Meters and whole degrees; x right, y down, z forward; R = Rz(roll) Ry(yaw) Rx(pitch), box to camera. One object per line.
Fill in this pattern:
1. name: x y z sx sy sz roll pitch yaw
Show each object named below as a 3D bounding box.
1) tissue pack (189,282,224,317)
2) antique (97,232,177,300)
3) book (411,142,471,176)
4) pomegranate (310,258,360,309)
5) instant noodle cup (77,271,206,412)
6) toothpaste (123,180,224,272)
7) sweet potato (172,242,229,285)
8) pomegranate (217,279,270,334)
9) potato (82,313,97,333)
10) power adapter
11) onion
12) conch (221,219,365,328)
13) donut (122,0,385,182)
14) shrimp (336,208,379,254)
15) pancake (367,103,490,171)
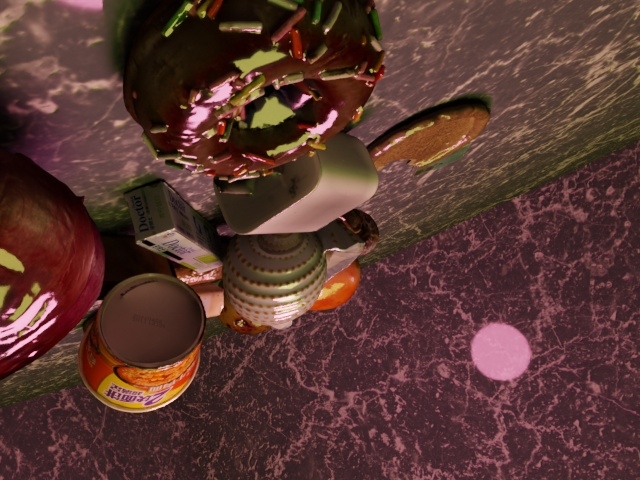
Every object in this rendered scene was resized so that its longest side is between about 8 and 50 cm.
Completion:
1. tissue pack: -0.368 0.142 1.131 0.186 0.090 0.222 11 -175 28
2. antique: -0.381 0.045 0.788 0.087 0.093 0.310 -26 168 16
3. book: 0.293 -0.198 1.148 0.135 0.017 0.103 -22 168 -3
4. pomegranate: -0.014 0.089 1.389 0.252 0.229 0.270 -19 162 23
5. instant noodle cup: -0.291 0.161 0.788 0.213 0.213 0.174 -15 157 -34
6. toothpaste: -0.241 -0.010 0.831 0.067 0.081 0.336 -20 169 -2
7. sweet potato: -0.272 0.052 1.054 0.341 0.092 0.114 -13 -171 -39
8. pomegranate: -0.214 0.182 1.502 0.230 0.231 0.286 -26 -177 17
9. potato: -0.584 0.273 1.327 0.298 0.176 0.141 -1 178 38
10. power adapter: -0.051 -0.092 0.710 0.187 0.124 0.255 -31 166 29
11. onion: -0.367 0.059 0.404 0.347 0.286 0.348 -13 160 -5
12. conch: -0.071 0.050 0.986 0.303 0.215 0.319 -32 171 -29
13. donut: -0.057 -0.152 0.468 0.269 0.103 0.270 -20 167 -5
14. shrimp: -0.003 -0.004 1.186 0.343 0.145 0.116 -7 178 -23
15. pancake: 0.212 -0.197 0.960 0.286 0.033 0.288 -26 169 14
